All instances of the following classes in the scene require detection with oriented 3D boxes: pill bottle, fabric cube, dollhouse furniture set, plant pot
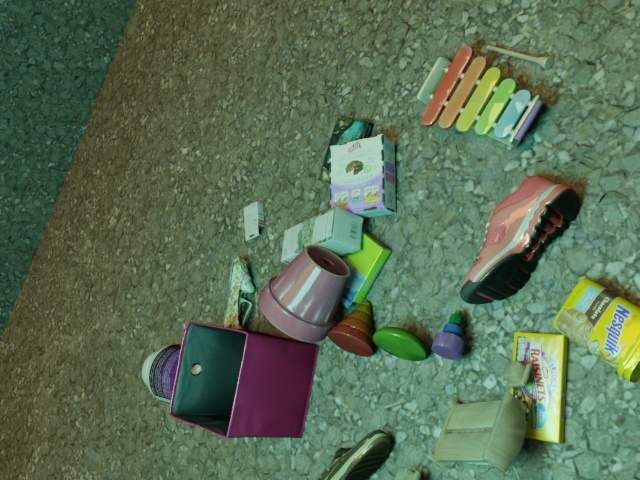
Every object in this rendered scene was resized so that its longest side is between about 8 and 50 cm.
[{"bbox_3d":[-0.391,0.405,1.880,0.323,0.181,0.181,0,77,43],"label":"pill bottle"},{"bbox_3d":[-0.199,0.362,1.660,0.259,0.258,0.254,3,80,44],"label":"fabric cube"},{"bbox_3d":[0.316,0.451,1.288,0.355,0.174,0.303,-60,12,-26],"label":"dollhouse furniture set"},{"bbox_3d":[-0.026,0.119,1.559,0.201,0.201,0.180,50,118,40],"label":"plant pot"}]

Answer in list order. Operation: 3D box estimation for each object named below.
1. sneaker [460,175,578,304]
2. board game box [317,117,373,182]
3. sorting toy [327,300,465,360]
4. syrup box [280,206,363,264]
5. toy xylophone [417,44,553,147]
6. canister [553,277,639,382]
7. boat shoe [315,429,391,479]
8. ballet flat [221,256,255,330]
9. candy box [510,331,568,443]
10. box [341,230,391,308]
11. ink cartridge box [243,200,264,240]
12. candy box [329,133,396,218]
[{"bbox_3d":[0.396,-0.002,1.331,0.314,0.116,0.136,-51,38,10],"label":"sneaker"},{"bbox_3d":[0.068,-0.244,1.756,0.126,0.026,0.186,18,90,44],"label":"board game box"},{"bbox_3d":[0.182,0.198,1.476,0.365,0.127,0.126,-5,50,44],"label":"sorting toy"},{"bbox_3d":[0.000,0.000,1.661,0.237,0.096,0.093,-25,51,50],"label":"syrup box"},{"bbox_3d":[0.381,-0.343,1.450,0.322,0.081,0.236,28,97,44],"label":"toy xylophone"},{"bbox_3d":[0.531,0.159,1.160,0.170,0.073,0.126,39,104,45],"label":"canister"},{"bbox_3d":[0.061,0.521,1.480,0.257,0.095,0.095,-54,42,18],"label":"boat shoe"},{"bbox_3d":[-0.236,0.170,1.893,0.077,0.091,0.241,7,85,14],"label":"ballet flat"},{"bbox_3d":[0.429,0.286,1.249,0.105,0.027,0.206,-3,75,41],"label":"candy box"},{"bbox_3d":[0.095,0.075,1.619,0.109,0.042,0.178,41,107,44],"label":"box"},{"bbox_3d":[-0.204,-0.057,1.954,0.063,0.029,0.115,-22,64,37],"label":"ink cartridge box"},{"bbox_3d":[0.108,-0.160,1.639,0.165,0.070,0.196,-7,76,35],"label":"candy box"}]
